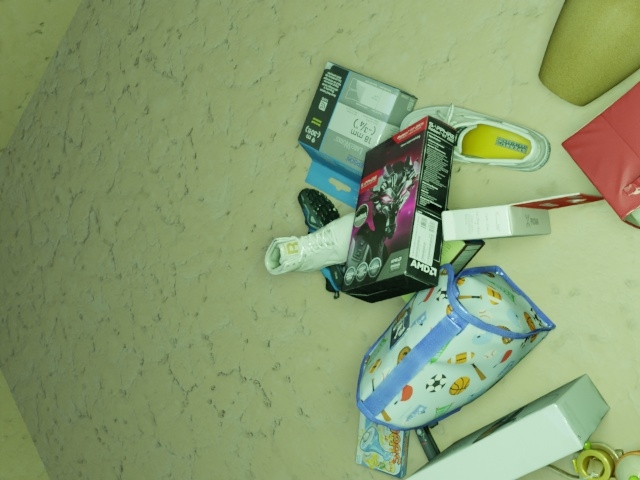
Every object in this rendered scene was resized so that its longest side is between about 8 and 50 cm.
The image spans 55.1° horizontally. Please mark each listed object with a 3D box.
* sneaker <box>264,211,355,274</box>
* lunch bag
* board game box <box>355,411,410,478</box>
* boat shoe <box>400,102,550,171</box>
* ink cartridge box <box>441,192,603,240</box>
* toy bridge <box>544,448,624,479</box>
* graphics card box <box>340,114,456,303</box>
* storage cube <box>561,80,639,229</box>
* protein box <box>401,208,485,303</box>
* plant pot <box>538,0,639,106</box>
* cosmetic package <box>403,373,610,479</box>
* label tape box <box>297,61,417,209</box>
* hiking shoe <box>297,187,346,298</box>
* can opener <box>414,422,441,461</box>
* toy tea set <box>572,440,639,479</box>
[{"bbox_3d":[-0.015,0.018,1.495,0.292,0.169,0.108,-33,70,44],"label":"sneaker"},{"bbox_3d":[0.270,0.225,1.314,0.239,0.385,0.328,48,116,24],"label":"lunch bag"},{"bbox_3d":[0.166,0.499,1.600,0.136,0.035,0.201,6,94,34],"label":"board game box"},{"bbox_3d":[0.325,-0.235,1.406,0.367,0.156,0.136,23,103,32],"label":"boat shoe"},{"bbox_3d":[0.426,-0.043,1.254,0.261,0.296,0.066,-7,88,34],"label":"ink cartridge box"},{"bbox_3d":[0.567,0.487,1.330,0.188,0.026,0.063,-13,85,34],"label":"toy bridge"},{"bbox_3d":[0.169,-0.063,1.331,0.232,0.094,0.371,-22,51,55],"label":"graphics card box"},{"bbox_3d":[0.618,-0.156,1.179,0.183,0.215,0.193,-43,61,28],"label":"storage cube"},{"bbox_3d":[0.241,0.017,1.479,0.200,0.136,0.201,47,115,25],"label":"protein box"},{"bbox_3d":[0.563,-0.405,1.223,0.237,0.237,0.254,49,132,24],"label":"plant pot"},{"bbox_3d":[0.394,0.430,1.293,0.377,0.284,0.097,-40,68,28],"label":"cosmetic package"},{"bbox_3d":[0.073,-0.265,1.611,0.240,0.106,0.334,31,107,31],"label":"label tape box"},{"bbox_3d":[0.000,0.000,1.661,0.132,0.113,0.304,-41,65,34],"label":"hiking shoe"},{"bbox_3d":[0.264,0.491,1.518,0.073,0.059,0.186,-26,76,31],"label":"can opener"},{"bbox_3d":[0.603,0.552,1.179,0.200,0.124,0.336,-27,68,43],"label":"toy tea set"}]
